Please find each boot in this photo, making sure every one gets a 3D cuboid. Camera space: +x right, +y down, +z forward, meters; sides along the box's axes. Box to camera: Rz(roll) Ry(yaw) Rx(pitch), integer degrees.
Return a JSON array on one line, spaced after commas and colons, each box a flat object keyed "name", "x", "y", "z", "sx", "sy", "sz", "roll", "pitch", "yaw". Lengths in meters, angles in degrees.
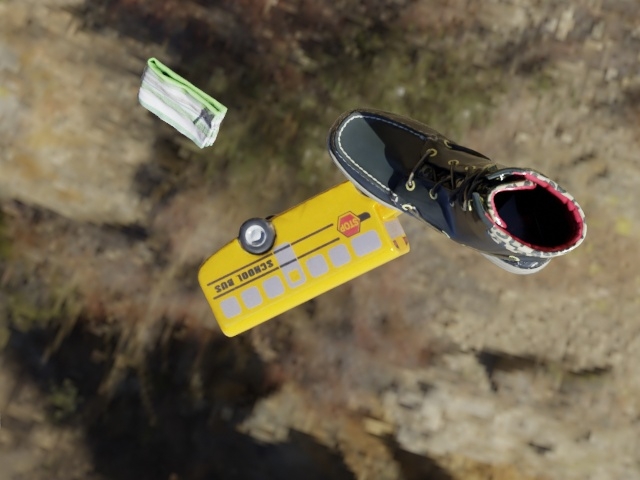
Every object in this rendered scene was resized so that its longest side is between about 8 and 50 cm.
[{"name": "boot", "x": 0.120, "y": -0.052, "z": 1.501, "sx": 0.236, "sy": 0.085, "sz": 0.178, "roll": 32, "pitch": 175, "yaw": -2}]

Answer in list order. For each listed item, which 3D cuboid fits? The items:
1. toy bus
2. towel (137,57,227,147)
[{"name": "toy bus", "x": 0.000, "y": 0.000, "z": 2.301, "sx": 0.332, "sy": 0.130, "sz": 0.108, "roll": -26, "pitch": 176, "yaw": 15}, {"name": "towel", "x": -0.170, "y": -0.163, "z": 2.061, "sx": 0.113, "sy": 0.023, "sz": 0.152, "roll": 33, "pitch": 166, "yaw": -2}]
